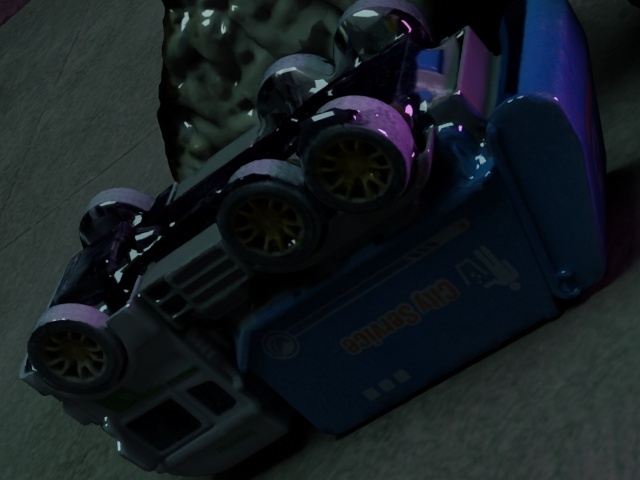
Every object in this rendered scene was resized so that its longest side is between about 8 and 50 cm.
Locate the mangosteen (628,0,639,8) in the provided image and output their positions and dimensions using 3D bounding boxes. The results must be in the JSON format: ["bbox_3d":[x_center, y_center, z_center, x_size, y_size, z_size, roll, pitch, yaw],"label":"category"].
[{"bbox_3d":[0.235,-0.264,0.946,0.287,0.233,0.287,-42,15,13],"label":"mangosteen"}]

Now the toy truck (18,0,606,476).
[{"bbox_3d":[0.000,0.000,0.953,0.367,0.175,0.146,-32,24,29],"label":"toy truck"}]

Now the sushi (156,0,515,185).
[{"bbox_3d":[0.022,-0.152,1.072,0.207,0.234,0.349,-63,-15,-55],"label":"sushi"}]
